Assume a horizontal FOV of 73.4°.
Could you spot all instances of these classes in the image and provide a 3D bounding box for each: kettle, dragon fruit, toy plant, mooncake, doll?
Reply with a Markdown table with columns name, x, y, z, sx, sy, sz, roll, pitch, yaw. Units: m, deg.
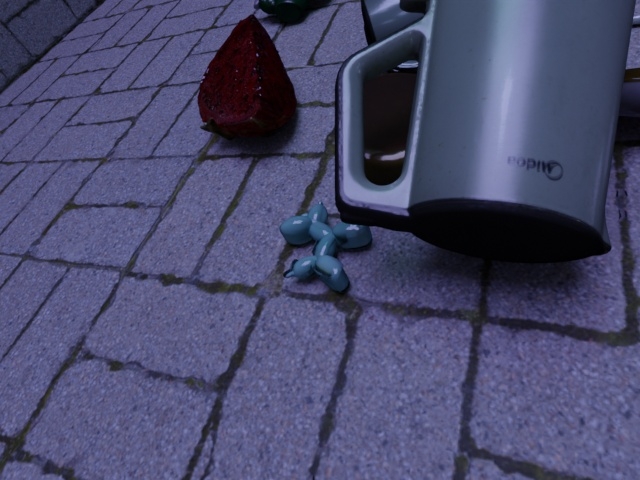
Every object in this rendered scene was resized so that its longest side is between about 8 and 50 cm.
| name | x | y | z | sx | sy | sz | roll | pitch | yaw |
| --- | --- | --- | --- | --- | --- | --- | --- | --- | --- |
| kettle | 0.218 | -0.481 | 0.953 | 0.237 | 0.161 | 0.221 | -15 | 79 | 12 |
| dragon fruit | -0.169 | -0.329 | 0.999 | 0.205 | 0.152 | 0.316 | -24 | 59 | 27 |
| toy plant | -0.081 | -0.785 | 1.342 | 0.233 | 0.112 | 0.243 | 26 | 72 | 31 |
| kettle | 0.196 | -0.182 | 0.562 | 0.362 | 0.250 | 0.376 | 11 | 79 | 7 |
| mooncake | 0.146 | -0.193 | 0.759 | 0.235 | 0.117 | 0.234 | -7 | 53 | 10 |
| doll | 0.000 | 0.000 | 0.703 | 0.159 | 0.059 | 0.159 | 7 | 58 | 27 |

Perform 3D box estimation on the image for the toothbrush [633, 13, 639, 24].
| name | x | y | z | sx | sy | sz | roll | pitch | yaw |
| --- | --- | --- | --- | --- | --- | --- | --- | --- | --- |
| toothbrush | 0.667 | -0.419 | 0.783 | 0.387 | 0.040 | 0.040 | -1 | 53 | 19 |

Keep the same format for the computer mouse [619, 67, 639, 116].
| name | x | y | z | sx | sy | sz | roll | pitch | yaw |
| --- | --- | --- | --- | --- | --- | --- | --- | --- | --- |
| computer mouse | 0.510 | -0.214 | 0.621 | 0.311 | 0.071 | 0.158 | 18 | 30 | 32 |
